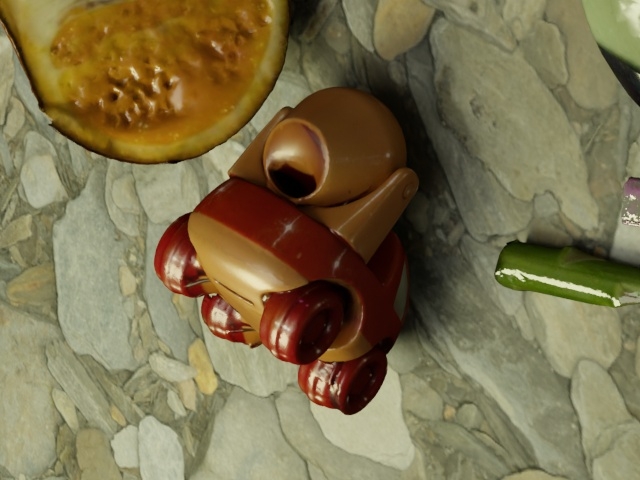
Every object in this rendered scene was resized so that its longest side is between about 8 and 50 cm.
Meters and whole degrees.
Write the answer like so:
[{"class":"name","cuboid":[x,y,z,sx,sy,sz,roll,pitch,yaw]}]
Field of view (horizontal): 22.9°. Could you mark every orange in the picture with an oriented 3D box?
[{"class":"orange","cuboid":[-0.169,-0.228,1.412,0.310,0.274,0.274,55,135,21]}]

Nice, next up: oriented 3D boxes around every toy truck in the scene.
[{"class":"toy truck","cuboid":[0.000,0.000,1.427,0.189,0.239,0.265,31,167,30]}]

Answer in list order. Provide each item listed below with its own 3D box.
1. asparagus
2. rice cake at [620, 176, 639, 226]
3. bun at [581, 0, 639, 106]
[{"class":"asparagus","cuboid":[0.229,0.033,1.311,0.178,0.041,0.045,12,71,38]},{"class":"rice cake","cuboid":[0.324,-0.021,1.205,0.207,0.036,0.047,10,110,40]},{"class":"bun","cuboid":[0.308,-0.188,1.064,0.283,0.179,0.283,44,151,32]}]
